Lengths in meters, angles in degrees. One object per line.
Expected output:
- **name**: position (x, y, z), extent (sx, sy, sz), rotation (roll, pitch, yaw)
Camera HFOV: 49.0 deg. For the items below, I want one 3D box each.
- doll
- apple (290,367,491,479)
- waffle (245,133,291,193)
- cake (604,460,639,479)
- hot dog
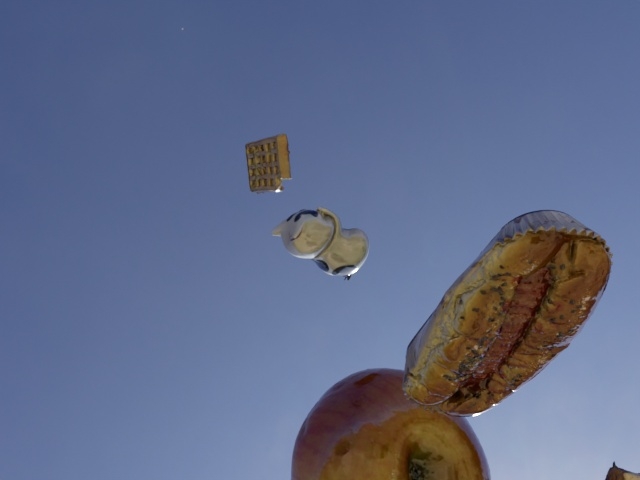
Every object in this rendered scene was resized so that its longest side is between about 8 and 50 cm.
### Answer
- **doll**: position (0.006, 0.000, 1.349), extent (0.181, 0.110, 0.107), rotation (30, -106, -31)
- **apple**: position (0.110, 0.335, 1.015), extent (0.302, 0.301, 0.301), rotation (-3, -73, -10)
- **waffle**: position (-0.084, -0.121, 1.130), extent (0.021, 0.135, 0.092), rotation (-7, -84, -28)
- **cake**: position (0.585, 0.487, 1.252), extent (0.246, 0.112, 0.135), rotation (36, -116, -49)
- **hot dog**: position (0.182, 0.084, 0.700), extent (0.144, 0.075, 0.268), rotation (17, -57, -13)
